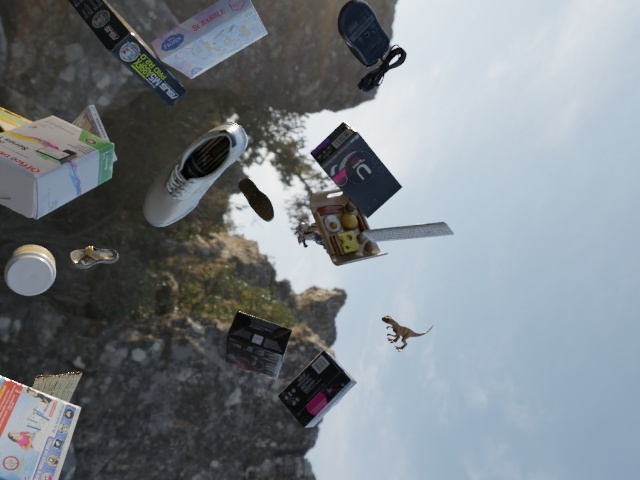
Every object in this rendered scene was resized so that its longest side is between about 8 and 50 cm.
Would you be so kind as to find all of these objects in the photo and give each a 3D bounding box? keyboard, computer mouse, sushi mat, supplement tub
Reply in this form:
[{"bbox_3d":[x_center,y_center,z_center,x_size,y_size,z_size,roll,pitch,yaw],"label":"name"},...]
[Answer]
[{"bbox_3d":[0.248,-0.021,1.467,0.255,0.072,0.014,-5,-122,31],"label":"keyboard"},{"bbox_3d":[0.134,-0.616,1.578,0.188,0.272,0.072,-41,-142,2],"label":"computer mouse"},{"bbox_3d":[-0.977,0.578,1.832,0.317,0.151,0.019,-56,-133,26],"label":"sushi mat"},{"bbox_3d":[-0.942,0.097,1.660,0.199,0.144,0.145,16,-87,61],"label":"supplement tub"}]

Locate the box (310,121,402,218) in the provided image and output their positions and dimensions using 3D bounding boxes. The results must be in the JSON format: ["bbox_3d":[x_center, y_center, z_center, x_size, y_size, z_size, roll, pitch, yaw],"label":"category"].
[{"bbox_3d":[0.119,-0.235,1.709,0.165,0.270,0.143,-42,-150,7],"label":"box"}]

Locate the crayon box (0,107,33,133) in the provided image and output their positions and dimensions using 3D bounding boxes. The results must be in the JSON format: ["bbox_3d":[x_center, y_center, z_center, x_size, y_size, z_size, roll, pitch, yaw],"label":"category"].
[{"bbox_3d":[-0.975,-0.330,1.633,0.322,0.203,0.083,37,-84,34],"label":"crayon box"}]

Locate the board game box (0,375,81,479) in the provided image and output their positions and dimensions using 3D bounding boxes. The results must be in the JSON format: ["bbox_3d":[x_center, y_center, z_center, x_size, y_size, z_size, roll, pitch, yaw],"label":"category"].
[{"bbox_3d":[-0.893,0.574,1.480,0.086,0.301,0.308,-45,-152,19],"label":"board game box"}]

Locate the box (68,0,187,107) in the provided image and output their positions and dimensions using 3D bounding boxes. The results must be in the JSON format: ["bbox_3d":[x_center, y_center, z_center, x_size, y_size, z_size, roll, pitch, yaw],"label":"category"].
[{"bbox_3d":[-0.439,-0.447,1.141,0.060,0.270,0.216,-42,157,2],"label":"box"}]

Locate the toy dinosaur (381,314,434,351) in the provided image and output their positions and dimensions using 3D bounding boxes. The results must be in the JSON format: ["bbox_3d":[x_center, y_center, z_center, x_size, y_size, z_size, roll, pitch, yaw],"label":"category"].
[{"bbox_3d":[0.286,0.312,1.701,0.112,0.211,0.064,-57,-149,18],"label":"toy dinosaur"}]

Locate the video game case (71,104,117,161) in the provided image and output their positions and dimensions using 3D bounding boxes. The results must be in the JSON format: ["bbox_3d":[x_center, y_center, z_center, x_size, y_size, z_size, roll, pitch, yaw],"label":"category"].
[{"bbox_3d":[-0.743,-0.317,1.659,0.201,0.023,0.184,-15,-81,46],"label":"video game case"}]

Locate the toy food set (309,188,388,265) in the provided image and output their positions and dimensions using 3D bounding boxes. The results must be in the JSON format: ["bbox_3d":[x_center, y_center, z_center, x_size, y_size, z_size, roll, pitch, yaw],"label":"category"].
[{"bbox_3d":[0.110,-0.058,1.950,0.306,0.219,0.092,68,-28,18],"label":"toy food set"}]

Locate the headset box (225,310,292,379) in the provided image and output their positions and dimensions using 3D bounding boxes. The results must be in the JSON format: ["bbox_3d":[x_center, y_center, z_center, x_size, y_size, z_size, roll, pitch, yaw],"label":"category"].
[{"bbox_3d":[-0.240,0.408,1.934,0.293,0.217,0.110,106,3,-54],"label":"headset box"}]

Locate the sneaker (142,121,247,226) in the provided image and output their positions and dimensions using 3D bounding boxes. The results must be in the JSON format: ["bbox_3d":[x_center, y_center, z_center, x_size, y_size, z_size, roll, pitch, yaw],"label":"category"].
[{"bbox_3d":[-0.244,-0.121,0.933,0.258,0.094,0.091,-44,-177,14],"label":"sneaker"}]

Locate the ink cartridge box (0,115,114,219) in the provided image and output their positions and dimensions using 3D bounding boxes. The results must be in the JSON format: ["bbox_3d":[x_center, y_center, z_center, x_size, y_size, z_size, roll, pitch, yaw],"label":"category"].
[{"bbox_3d":[-0.694,-0.193,1.283,0.278,0.201,0.117,-57,170,-57],"label":"ink cartridge box"}]

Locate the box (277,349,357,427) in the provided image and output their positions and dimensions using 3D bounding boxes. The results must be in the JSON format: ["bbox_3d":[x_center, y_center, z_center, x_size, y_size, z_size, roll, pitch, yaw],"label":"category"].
[{"bbox_3d":[-0.010,0.565,1.945,0.247,0.163,0.142,-44,157,-5],"label":"box"}]

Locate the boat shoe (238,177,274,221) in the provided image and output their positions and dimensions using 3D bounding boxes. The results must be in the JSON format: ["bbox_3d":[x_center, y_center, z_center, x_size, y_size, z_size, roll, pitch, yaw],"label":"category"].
[{"bbox_3d":[-0.204,-0.128,1.680,0.178,0.064,0.060,52,-8,21],"label":"boat shoe"}]

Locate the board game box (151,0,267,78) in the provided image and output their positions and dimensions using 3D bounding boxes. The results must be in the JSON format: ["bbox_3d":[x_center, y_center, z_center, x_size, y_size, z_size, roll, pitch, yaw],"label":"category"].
[{"bbox_3d":[-0.340,-0.650,1.635,0.066,0.317,0.319,61,5,-6],"label":"board game box"}]

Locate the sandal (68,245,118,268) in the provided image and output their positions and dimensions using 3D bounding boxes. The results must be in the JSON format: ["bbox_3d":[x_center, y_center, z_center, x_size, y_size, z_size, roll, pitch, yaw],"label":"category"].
[{"bbox_3d":[-0.734,0.046,1.660,0.072,0.180,0.049,49,-63,19],"label":"sandal"}]

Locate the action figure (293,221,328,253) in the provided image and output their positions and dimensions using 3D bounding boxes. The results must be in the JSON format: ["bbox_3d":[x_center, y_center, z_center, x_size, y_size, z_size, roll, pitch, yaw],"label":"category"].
[{"bbox_3d":[0.000,0.000,2.197,0.185,0.285,0.099,8,-109,51],"label":"action figure"}]
